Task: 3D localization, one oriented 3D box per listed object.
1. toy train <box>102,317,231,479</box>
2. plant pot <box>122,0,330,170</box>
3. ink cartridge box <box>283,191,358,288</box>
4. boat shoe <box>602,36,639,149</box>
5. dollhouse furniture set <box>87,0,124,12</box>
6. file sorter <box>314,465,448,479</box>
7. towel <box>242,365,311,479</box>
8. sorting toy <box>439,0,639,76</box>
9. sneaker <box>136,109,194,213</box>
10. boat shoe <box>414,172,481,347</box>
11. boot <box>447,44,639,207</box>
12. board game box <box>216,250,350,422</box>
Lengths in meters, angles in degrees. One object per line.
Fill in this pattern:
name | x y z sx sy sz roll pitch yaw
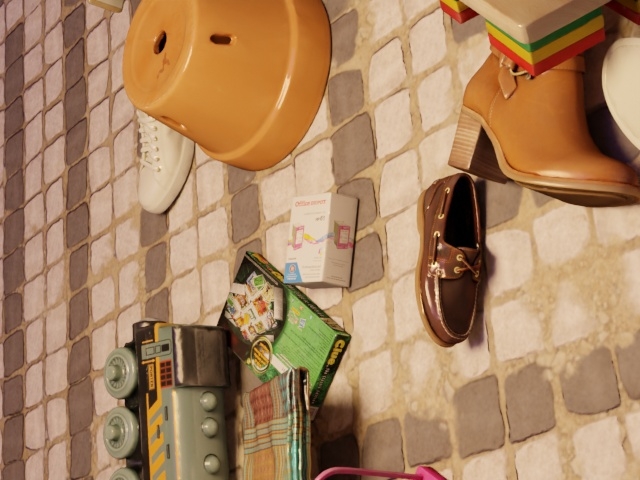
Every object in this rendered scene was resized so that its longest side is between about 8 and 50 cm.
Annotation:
toy train | -0.213 0.269 1.916 0.190 0.142 0.334 -17 71 44
plant pot | -0.151 -0.264 1.942 0.291 0.203 0.291 -20 64 48
ink cartridge box | 0.000 0.000 1.795 0.088 0.052 0.122 -5 75 52
boat shoe | 0.399 -0.122 1.290 0.319 0.099 0.116 37 131 53
dollhouse furniture set | -0.216 -0.401 2.066 0.301 0.197 0.151 8 85 53
file sorter | 0.104 0.394 1.441 0.290 0.182 0.202 32 106 51
towel | -0.062 0.362 1.708 0.271 0.040 0.370 141 131 -67
sorting toy | 0.257 -0.296 1.424 0.255 0.089 0.257 -29 40 -11
sneaker | -0.263 -0.189 2.133 0.106 0.123 0.290 24 100 50
boat shoe | 0.155 0.019 1.572 0.073 0.073 0.207 -27 60 48
boot | 0.267 -0.158 1.472 0.283 0.109 0.220 24 95 59
board game box | -0.059 0.129 1.854 0.259 0.030 0.136 40 110 49
